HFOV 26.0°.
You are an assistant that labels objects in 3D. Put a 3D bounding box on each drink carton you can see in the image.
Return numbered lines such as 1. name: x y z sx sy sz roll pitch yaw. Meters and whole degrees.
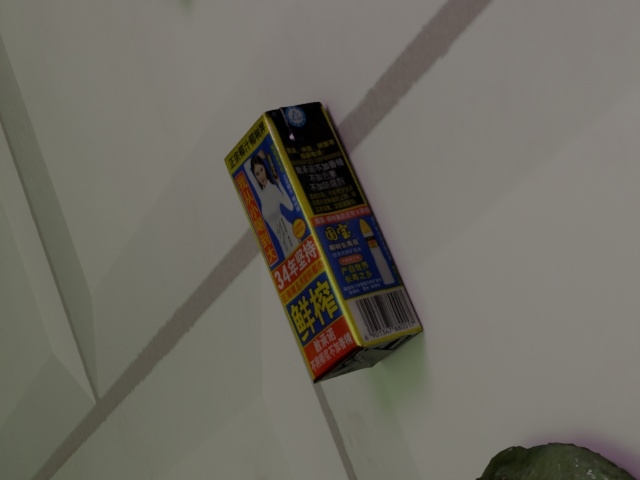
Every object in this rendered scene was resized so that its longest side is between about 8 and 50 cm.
1. drink carton: 0.000 0.000 0.887 0.071 0.056 0.166 -40 67 51

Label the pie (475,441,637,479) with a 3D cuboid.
1. pie: 0.143 0.257 0.731 0.323 0.070 0.323 33 129 53
